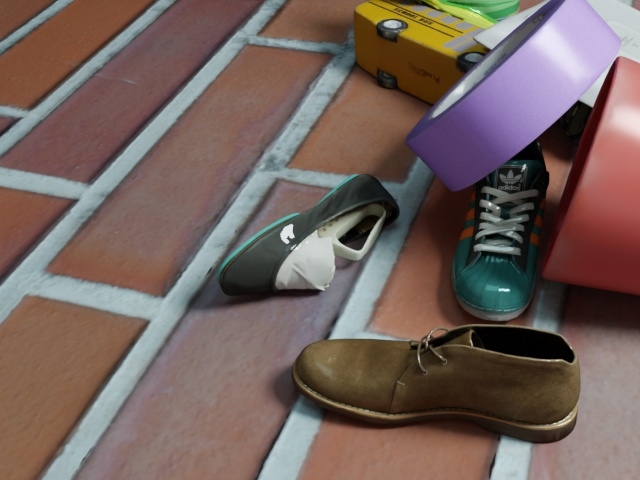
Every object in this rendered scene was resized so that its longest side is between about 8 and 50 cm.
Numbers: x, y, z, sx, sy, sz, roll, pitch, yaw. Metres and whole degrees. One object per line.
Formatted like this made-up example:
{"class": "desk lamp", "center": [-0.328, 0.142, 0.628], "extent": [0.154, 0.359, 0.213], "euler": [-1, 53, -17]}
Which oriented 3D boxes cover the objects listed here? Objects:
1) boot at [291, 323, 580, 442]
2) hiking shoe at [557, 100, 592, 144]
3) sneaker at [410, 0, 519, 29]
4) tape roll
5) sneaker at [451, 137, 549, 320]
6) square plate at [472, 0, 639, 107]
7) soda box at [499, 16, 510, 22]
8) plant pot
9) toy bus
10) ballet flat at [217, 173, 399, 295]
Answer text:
{"class": "boot", "center": [0.117, 0.126, 0.921], "extent": [0.306, 0.115, 0.112], "euler": [4, 42, 12]}
{"class": "hiking shoe", "center": [0.355, -0.211, 1.309], "extent": [0.114, 0.086, 0.227], "euler": [18, 26, -16]}
{"class": "sneaker", "center": [0.230, -0.451, 1.522], "extent": [0.296, 0.123, 0.109], "euler": [16, 12, -33]}
{"class": "tape roll", "center": [0.235, -0.186, 1.093], "extent": [0.090, 0.275, 0.275], "euler": [45, 48, -6]}
{"class": "sneaker", "center": [0.226, -0.033, 1.097], "extent": [0.108, 0.121, 0.302], "euler": [6, 40, 13]}
{"class": "square plate", "center": [0.455, -0.283, 1.321], "extent": [0.344, 0.049, 0.347], "euler": [34, 42, 21]}
{"class": "soda box", "center": [0.417, -0.358, 1.517], "extent": [0.210, 0.071, 0.067], "euler": [-13, 41, -11]}
{"class": "plant pot", "center": [0.411, -0.047, 1.008], "extent": [0.243, 0.274, 0.275], "euler": [18, 43, 10]}
{"class": "toy bus", "center": [0.191, -0.300, 1.442], "extent": [0.130, 0.108, 0.333], "euler": [-30, 45, -30]}
{"class": "ballet flat", "center": [0.000, 0.000, 1.108], "extent": [0.096, 0.095, 0.280], "euler": [37, 53, 24]}
